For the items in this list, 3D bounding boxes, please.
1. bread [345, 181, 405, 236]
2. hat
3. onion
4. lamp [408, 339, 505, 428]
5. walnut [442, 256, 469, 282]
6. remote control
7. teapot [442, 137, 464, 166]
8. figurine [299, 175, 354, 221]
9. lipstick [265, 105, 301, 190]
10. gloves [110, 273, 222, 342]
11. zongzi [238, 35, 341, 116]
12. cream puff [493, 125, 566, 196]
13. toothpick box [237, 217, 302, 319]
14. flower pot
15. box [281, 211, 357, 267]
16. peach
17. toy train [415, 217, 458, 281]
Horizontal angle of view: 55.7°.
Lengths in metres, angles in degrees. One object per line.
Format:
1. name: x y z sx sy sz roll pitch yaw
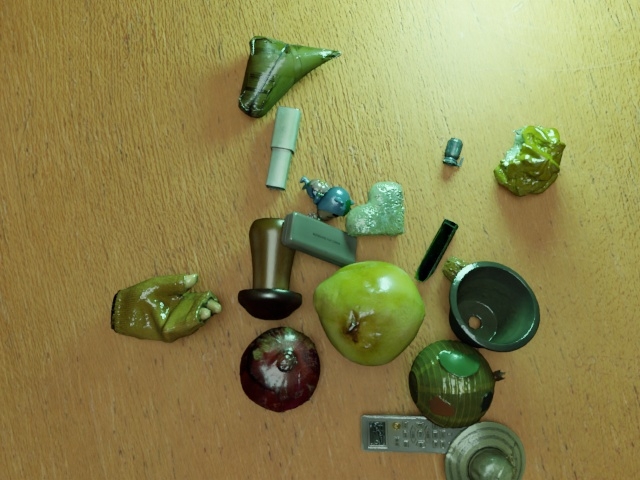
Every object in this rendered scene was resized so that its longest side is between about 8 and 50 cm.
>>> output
1. bread: 0.187 -0.073 1.846 0.232 0.064 0.172 -45 96 -16
2. hat: 0.484 0.649 1.713 0.251 0.110 0.252 0 93 -6
3. onion: -0.116 0.371 1.767 0.246 0.190 0.247 3 68 -7
4. lamp: 0.392 0.402 1.714 0.284 0.250 0.250 -5 83 -12
5. walnut: 0.417 0.095 1.826 0.096 0.082 0.079 35 59 8
6. remote control: 0.277 0.566 1.792 0.312 0.055 0.110 -1 93 6
7. teapot: 0.415 -0.273 1.890 0.049 0.063 0.083 16 86 37
8. figurine: 0.005 -0.117 1.867 0.178 0.114 0.145 35 93 18
9. lipstick: -0.118 -0.286 1.901 0.077 0.079 0.253 9 85 3
10. gloves: -0.460 0.207 1.822 0.356 0.155 0.203 -3 76 18
11. zongzi: -0.099 -0.496 1.907 0.289 0.123 0.260 12 89 1
12. cream puff: 0.640 -0.237 1.806 0.194 0.195 0.221 27 88 6
13. toothpick box: -0.144 0.089 1.808 0.192 0.192 0.295 3 78 4
14. flower pot: 0.474 0.213 1.744 0.268 0.166 0.269 4 60 -8
15. box: 0.000 0.000 1.799 0.243 0.055 0.103 22 64 -32
16. peach: 0.142 0.207 1.718 0.314 0.315 0.282 -10 99 -6
17. toy train: 0.354 0.036 1.853 0.044 0.042 0.209 28 86 29
